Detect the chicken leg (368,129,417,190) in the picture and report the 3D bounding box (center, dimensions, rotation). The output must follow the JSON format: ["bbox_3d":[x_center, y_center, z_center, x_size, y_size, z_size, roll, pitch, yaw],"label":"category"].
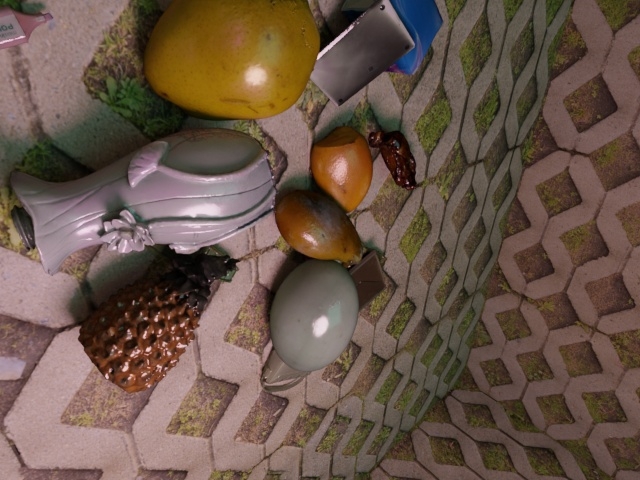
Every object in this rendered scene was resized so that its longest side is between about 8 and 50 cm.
[{"bbox_3d":[0.245,-0.294,1.381,0.407,0.095,0.158,29,59,-59],"label":"chicken leg"}]

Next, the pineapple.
[{"bbox_3d":[-0.339,0.142,0.913,0.357,0.222,0.223,-46,139,-12],"label":"pineapple"}]

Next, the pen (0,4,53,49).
[{"bbox_3d":[-0.507,-0.314,0.612,0.197,0.032,0.053,-36,135,-26],"label":"pen"}]

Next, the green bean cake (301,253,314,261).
[{"bbox_3d":[0.000,0.000,1.340,0.135,0.056,0.135,-29,130,-34],"label":"green bean cake"}]

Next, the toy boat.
[{"bbox_3d":[-0.321,0.030,1.006,0.093,0.055,0.293,-57,141,-6],"label":"toy boat"}]

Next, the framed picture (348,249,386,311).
[{"bbox_3d":[0.166,0.183,1.612,0.211,0.020,0.290,-39,142,-10],"label":"framed picture"}]

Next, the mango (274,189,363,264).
[{"bbox_3d":[0.007,-0.033,1.201,0.316,0.146,0.193,29,55,-24],"label":"mango"}]

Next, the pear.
[{"bbox_3d":[-0.169,-0.378,0.790,0.335,0.285,0.285,-1,121,-3],"label":"pear"}]

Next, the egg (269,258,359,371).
[{"bbox_3d":[-0.021,0.237,1.284,0.275,0.276,0.389,-4,120,-47],"label":"egg"}]

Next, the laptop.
[{"bbox_3d":[0.102,-0.486,1.072,0.269,0.015,0.187,-33,147,23],"label":"laptop"}]

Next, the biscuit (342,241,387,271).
[{"bbox_3d":[0.165,0.107,1.602,0.273,0.036,0.187,24,99,-53],"label":"biscuit"}]

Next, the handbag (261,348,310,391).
[{"bbox_3d":[-0.111,0.471,1.496,0.256,0.079,0.219,12,114,-50],"label":"handbag"}]

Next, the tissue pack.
[{"bbox_3d":[0.207,-0.623,1.118,0.263,0.146,0.198,30,89,-51],"label":"tissue pack"}]

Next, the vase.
[{"bbox_3d":[-0.325,-0.084,0.787,0.444,0.250,0.250,-20,126,-30],"label":"vase"}]

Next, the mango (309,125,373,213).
[{"bbox_3d":[0.076,-0.199,1.241,0.187,0.138,0.257,-32,128,-15],"label":"mango"}]
